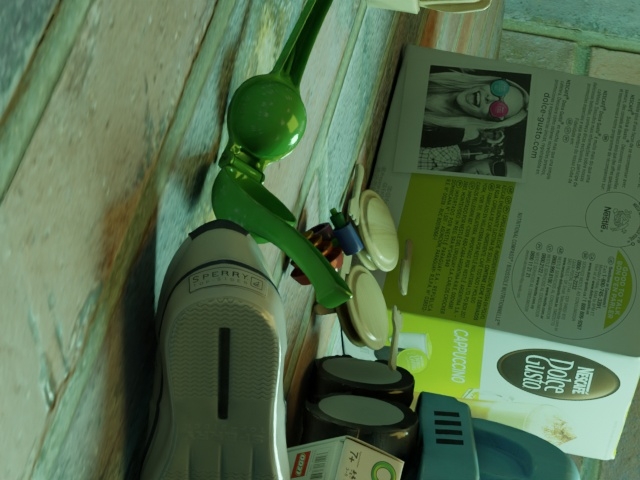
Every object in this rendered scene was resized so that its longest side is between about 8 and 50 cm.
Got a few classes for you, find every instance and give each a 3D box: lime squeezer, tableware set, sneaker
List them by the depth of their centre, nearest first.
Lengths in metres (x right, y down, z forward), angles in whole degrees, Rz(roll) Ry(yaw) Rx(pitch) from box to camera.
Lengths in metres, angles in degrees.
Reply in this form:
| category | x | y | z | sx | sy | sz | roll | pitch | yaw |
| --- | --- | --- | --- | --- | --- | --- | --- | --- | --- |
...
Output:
| category | x | y | z | sx | sy | sz | roll | pitch | yaw |
| --- | --- | --- | --- | --- | --- | --- | --- | --- | --- |
| sneaker | -0.058 | 0.104 | 0.937 | 0.091 | 0.094 | 0.258 | -89 | -171 | -53 |
| lime squeezer | -0.023 | -0.068 | 0.974 | 0.110 | 0.059 | 0.310 | -50 | -154 | 44 |
| tableware set | 0.040 | 0.030 | 1.596 | 0.128 | 0.039 | 0.194 | 55 | 31 | -35 |

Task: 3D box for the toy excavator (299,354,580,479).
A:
| category | x | y | z | sx | sy | sz | roll | pitch | yaw |
| --- | --- | --- | --- | --- | --- | --- | --- | --- | --- |
| toy excavator | 0.188 | 0.283 | 1.447 | 0.433 | 0.445 | 0.222 | -80 | 178 | -78 |

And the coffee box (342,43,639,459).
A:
| category | x | y | z | sx | sy | sz | roll | pitch | yaw |
| --- | --- | --- | --- | --- | --- | --- | --- | --- | --- |
| coffee box | 0.227 | 0.023 | 1.871 | 0.337 | 0.335 | 0.338 | 83 | 20 | -64 |

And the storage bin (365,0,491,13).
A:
| category | x | y | z | sx | sy | sz | roll | pitch | yaw |
| --- | --- | --- | --- | --- | --- | --- | --- | --- | --- |
| storage bin | 0.101 | -0.343 | 1.297 | 0.262 | 0.123 | 0.260 | 57 | 45 | -78 |

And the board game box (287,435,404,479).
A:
| category | x | y | z | sx | sy | sz | roll | pitch | yaw |
| --- | --- | --- | --- | --- | --- | --- | --- | --- | --- |
| board game box | -0.052 | 0.282 | 0.993 | 0.193 | 0.053 | 0.305 | -22 | -133 | 55 |

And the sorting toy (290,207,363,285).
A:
| category | x | y | z | sx | sy | sz | roll | pitch | yaw |
| --- | --- | --- | --- | --- | --- | --- | --- | --- | --- |
| sorting toy | 0.000 | 0.000 | 1.348 | 0.042 | 0.061 | 0.102 | 63 | 12 | -14 |
